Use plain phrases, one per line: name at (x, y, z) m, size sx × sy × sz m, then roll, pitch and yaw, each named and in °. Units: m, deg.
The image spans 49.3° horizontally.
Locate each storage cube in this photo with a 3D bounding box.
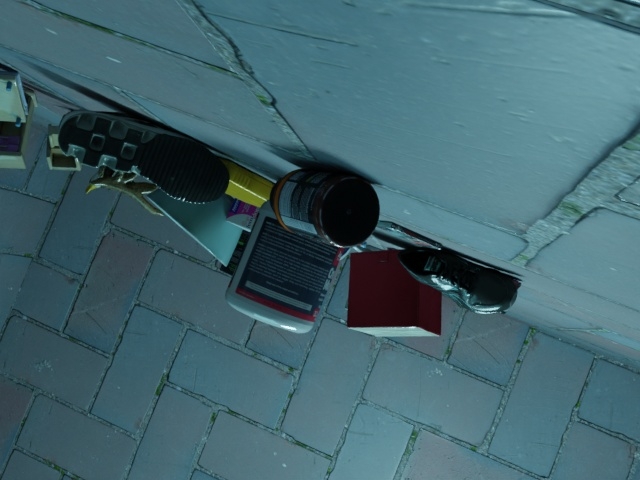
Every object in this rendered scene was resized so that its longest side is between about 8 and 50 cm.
storage cube at (0.191, 0.136, 1.752) m, size 0.215 × 0.193 × 0.184 m, roll -3°, pitch 165°, yaw 27°

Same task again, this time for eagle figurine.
eagle figurine at (-0.506, -0.205, 1.714) m, size 0.298 × 0.225 × 0.226 m, roll -115°, pitch 12°, yaw -49°

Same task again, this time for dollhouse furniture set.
dollhouse furniture set at (-0.663, -0.321, 1.483) m, size 0.287 × 0.198 × 0.303 m, roll 1°, pitch 149°, yaw -10°

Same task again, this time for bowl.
bowl at (-0.341, -0.084, 2.054) m, size 0.311 × 0.163 × 0.311 m, roll 40°, pitch 172°, yaw 7°

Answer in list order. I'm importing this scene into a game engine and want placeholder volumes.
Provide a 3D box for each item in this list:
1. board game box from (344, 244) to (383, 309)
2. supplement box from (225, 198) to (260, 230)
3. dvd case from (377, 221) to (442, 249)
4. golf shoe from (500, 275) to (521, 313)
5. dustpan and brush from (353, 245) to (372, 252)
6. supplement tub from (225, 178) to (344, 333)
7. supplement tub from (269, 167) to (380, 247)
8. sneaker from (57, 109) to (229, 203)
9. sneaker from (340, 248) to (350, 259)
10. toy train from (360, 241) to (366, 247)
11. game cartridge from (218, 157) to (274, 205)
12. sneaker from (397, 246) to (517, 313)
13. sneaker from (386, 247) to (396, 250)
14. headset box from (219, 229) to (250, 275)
board game box at (0.240, 0.170, 2.334) m, size 0.098 × 0.224 × 0.303 m, roll 16°, pitch 174°, yaw 45°
supplement box at (-0.137, -0.060, 1.927) m, size 0.220 × 0.111 × 0.114 m, roll 19°, pitch 176°, yaw 39°
dvd case at (0.179, -0.010, 1.416) m, size 0.120 × 0.013 × 0.087 m, roll 21°, pitch 178°, yaw -15°
golf shoe at (0.368, 0.111, 1.551) m, size 0.068 × 0.085 × 0.186 m, roll 21°, pitch 179°, yaw -16°
dustpan and brush at (0.062, -0.012, 1.809) m, size 0.211 × 0.060 × 0.147 m, roll 22°, pitch 177°, yaw -8°
supplement tub at (-0.060, 0.033, 1.406) m, size 0.191 × 0.272 × 0.191 m, roll 22°, pitch 178°, yaw 1°
supplement tub at (-0.004, -0.054, 1.045) m, size 0.106 × 0.106 × 0.198 m, roll 24°, pitch 178°, yaw -30°
sneaker at (-0.330, -0.178, 1.338) m, size 0.331 × 0.122 × 0.146 m, roll 22°, pitch -164°, yaw -28°
sneaker at (0.000, 0.000, 2.086) m, size 0.282 × 0.153 × 0.099 m, roll -13°, pitch -121°, yaw -34°
toy train at (0.062, -0.017, 1.935) m, size 0.166 × 0.046 × 0.125 m, roll 18°, pitch 175°, yaw 22°
game cartridge at (-0.190, -0.134, 1.621) m, size 0.285 × 0.052 × 0.324 m, roll 20°, pitch 174°, yaw 42°
sneaker at (0.277, 0.080, 1.457) m, size 0.267 × 0.101 × 0.106 m, roll 20°, pitch 178°, yaw 36°
sneaker at (0.221, 0.049, 2.032) m, size 0.057 × 0.047 × 0.119 m, roll 11°, pitch 180°, yaw -8°
headset box at (-0.166, 0.039, 2.324) m, size 0.246 × 0.283 × 0.131 m, roll 23°, pitch 177°, yaw -37°
